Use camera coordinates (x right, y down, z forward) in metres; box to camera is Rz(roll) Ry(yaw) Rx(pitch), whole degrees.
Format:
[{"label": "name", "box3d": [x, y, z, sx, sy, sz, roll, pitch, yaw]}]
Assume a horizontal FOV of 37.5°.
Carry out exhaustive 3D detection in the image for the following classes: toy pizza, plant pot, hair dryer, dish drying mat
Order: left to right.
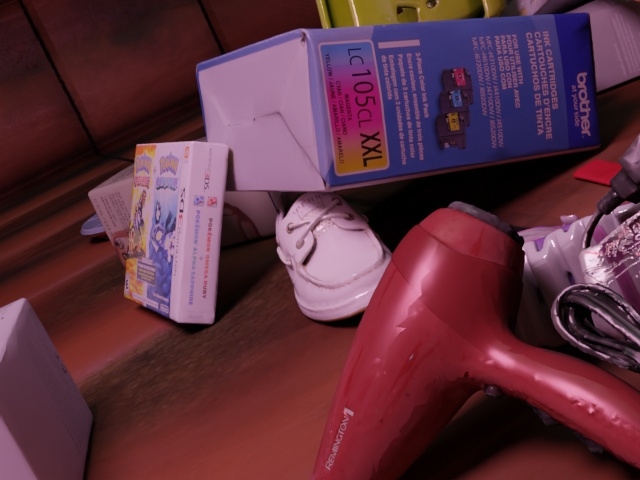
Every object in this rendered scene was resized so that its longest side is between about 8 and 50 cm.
[{"label": "toy pizza", "box3d": [-0.322, -0.050, 1.643, 0.201, 0.032, 0.201, -21, 17, 7]}, {"label": "plant pot", "box3d": [0.112, -0.332, 1.248, 0.207, 0.227, 0.228, -13, -9, -8]}, {"label": "hair dryer", "box3d": [0.104, 0.063, 0.492, 0.293, 0.080, 0.223, -34, 42, 25]}, {"label": "dish drying mat", "box3d": [0.269, -0.062, 0.879, 0.032, 0.008, 0.083, -28, 17, -9]}]

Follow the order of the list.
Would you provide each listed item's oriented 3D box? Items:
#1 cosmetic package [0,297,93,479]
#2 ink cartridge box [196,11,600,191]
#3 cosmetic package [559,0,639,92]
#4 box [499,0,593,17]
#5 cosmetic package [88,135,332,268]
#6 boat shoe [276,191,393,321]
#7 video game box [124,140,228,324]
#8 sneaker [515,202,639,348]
[{"label": "cosmetic package", "box3d": [-0.311, 0.175, 0.723, 0.224, 0.138, 0.224, -26, 17, -4]}, {"label": "ink cartridge box", "box3d": [0.103, -0.146, 1.003, 0.396, 0.151, 0.270, -8, 7, -28]}, {"label": "cosmetic package", "box3d": [0.328, -0.240, 1.199, 0.238, 0.107, 0.127, -23, 15, 14]}, {"label": "box", "box3d": [0.326, -0.319, 1.313, 0.183, 0.056, 0.231, -15, -11, -24]}, {"label": "cosmetic package", "box3d": [-0.148, -0.068, 1.279, 0.296, 0.129, 0.153, -13, 18, 36]}, {"label": "boat shoe", "box3d": [0.000, 0.000, 0.905, 0.098, 0.096, 0.277, -26, 16, -9]}, {"label": "video game box", "box3d": [-0.163, -0.015, 1.037, 0.048, 0.187, 0.205, 6, 1, -27]}, {"label": "sneaker", "box3d": [0.176, 0.020, 0.612, 0.236, 0.095, 0.104, -15, 10, 31]}]
